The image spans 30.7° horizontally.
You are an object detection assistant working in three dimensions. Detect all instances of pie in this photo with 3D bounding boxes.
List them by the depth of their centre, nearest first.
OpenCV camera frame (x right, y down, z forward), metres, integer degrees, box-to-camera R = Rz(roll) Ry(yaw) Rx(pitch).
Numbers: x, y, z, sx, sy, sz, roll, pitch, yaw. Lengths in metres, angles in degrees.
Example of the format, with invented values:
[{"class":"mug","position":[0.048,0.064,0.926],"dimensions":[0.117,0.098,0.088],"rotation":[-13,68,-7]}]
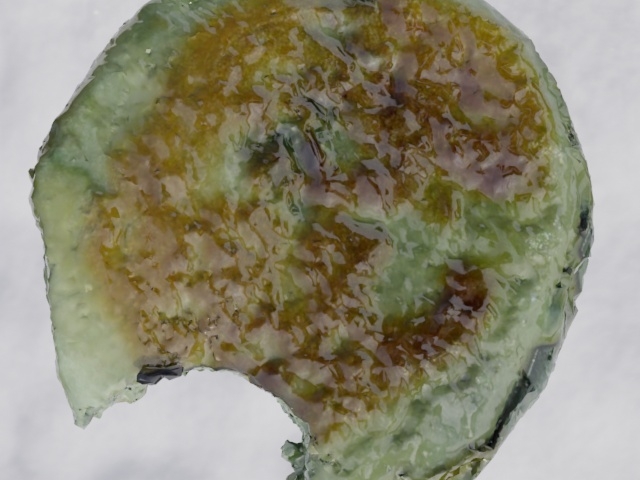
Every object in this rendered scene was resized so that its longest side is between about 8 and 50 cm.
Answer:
[{"class":"pie","position":[0.003,-0.007,0.585],"dimensions":[0.067,0.302,0.303],"rotation":[146,108,-73]}]
